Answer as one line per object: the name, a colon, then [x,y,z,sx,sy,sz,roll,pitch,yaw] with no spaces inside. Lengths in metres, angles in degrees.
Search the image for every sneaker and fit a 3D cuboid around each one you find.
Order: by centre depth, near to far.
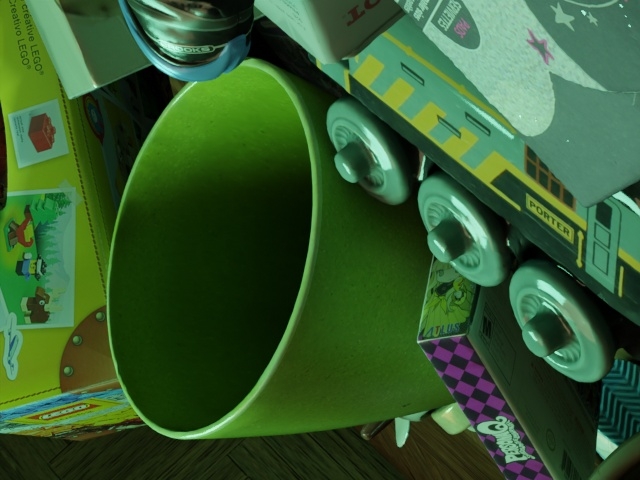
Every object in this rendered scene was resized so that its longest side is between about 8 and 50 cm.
sneaker: [-0.084,-0.158,0.589,0.188,0.067,0.078,55,153,7]
sneaker: [0.301,0.196,1.134,0.229,0.087,0.092,53,178,12]

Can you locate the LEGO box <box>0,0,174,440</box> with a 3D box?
LEGO box: [-0.257,-0.075,1.305,0.372,0.193,0.500,42,-147,-76]

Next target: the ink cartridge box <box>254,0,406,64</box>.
ink cartridge box: [0.012,-0.202,0.595,0.093,0.154,0.212,44,170,33]

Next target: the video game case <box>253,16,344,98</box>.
video game case: [-0.018,-0.186,1.153,0.274,0.026,0.196,50,170,-19]

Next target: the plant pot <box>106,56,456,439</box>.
plant pot: [0.032,0.029,1.054,0.293,0.275,0.275,13,-167,-35]

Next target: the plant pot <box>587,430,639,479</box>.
plant pot: [0.294,0.238,0.939,0.263,0.263,0.229,45,-173,13]

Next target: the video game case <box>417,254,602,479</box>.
video game case: [0.142,0.053,0.954,0.041,0.210,0.232,-9,136,27]

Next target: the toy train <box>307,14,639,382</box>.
toy train: [0.116,-0.066,0.780,0.334,0.142,0.190,44,156,34]

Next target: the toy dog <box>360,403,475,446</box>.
toy dog: [0.088,0.182,1.709,0.220,0.161,0.334,45,170,14]

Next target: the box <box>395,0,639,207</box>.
box: [0.117,-0.129,0.470,0.163,0.142,0.247,47,169,1]

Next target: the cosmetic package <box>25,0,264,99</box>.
cosmetic package: [-0.125,-0.250,0.748,0.309,0.160,0.113,66,165,-9]
